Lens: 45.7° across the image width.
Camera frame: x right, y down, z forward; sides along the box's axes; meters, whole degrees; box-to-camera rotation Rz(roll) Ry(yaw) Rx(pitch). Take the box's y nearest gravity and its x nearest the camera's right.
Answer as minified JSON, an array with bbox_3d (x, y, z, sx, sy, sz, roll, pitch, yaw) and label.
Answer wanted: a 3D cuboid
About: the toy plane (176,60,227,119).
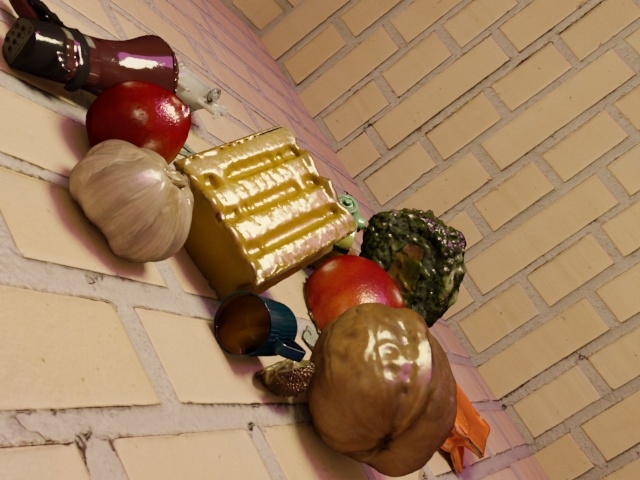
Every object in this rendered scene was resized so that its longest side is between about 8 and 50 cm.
[{"bbox_3d":[-0.361,-0.402,2.029,0.245,0.117,0.244,35,6,-4],"label":"toy plane"}]

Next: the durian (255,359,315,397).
[{"bbox_3d":[-0.063,0.257,1.418,0.140,0.110,0.071,-53,142,-83],"label":"durian"}]

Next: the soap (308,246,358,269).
[{"bbox_3d":[0.000,0.000,2.294,0.199,0.091,0.315,58,13,25],"label":"soap"}]

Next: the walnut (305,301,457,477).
[{"bbox_3d":[0.120,0.281,1.509,0.306,0.306,0.344,47,29,-25],"label":"walnut"}]

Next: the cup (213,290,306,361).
[{"bbox_3d":[-0.108,0.174,1.397,0.150,0.113,0.138,64,14,18],"label":"cup"}]

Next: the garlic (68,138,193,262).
[{"bbox_3d":[-0.302,-0.072,1.264,0.228,0.152,0.228,47,20,-22],"label":"garlic"}]

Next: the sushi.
[{"bbox_3d":[0.256,0.087,2.159,0.294,0.352,0.178,20,13,26],"label":"sushi"}]

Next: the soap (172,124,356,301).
[{"bbox_3d":[-0.126,-0.060,1.548,0.293,0.156,0.335,52,44,7],"label":"soap"}]

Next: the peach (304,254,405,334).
[{"bbox_3d":[0.102,0.166,1.959,0.257,0.201,0.361,51,13,-16],"label":"peach"}]

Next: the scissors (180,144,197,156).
[{"bbox_3d":[-0.305,-0.208,1.920,0.248,0.017,0.144,33,24,-54],"label":"scissors"}]

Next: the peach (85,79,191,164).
[{"bbox_3d":[-0.332,-0.212,1.408,0.197,0.197,0.197,50,13,-16],"label":"peach"}]

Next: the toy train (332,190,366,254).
[{"bbox_3d":[-0.028,-0.059,2.077,0.307,0.126,0.189,20,56,-7],"label":"toy train"}]

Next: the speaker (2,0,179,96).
[{"bbox_3d":[-0.459,-0.385,1.478,0.329,0.198,0.259,16,57,-58],"label":"speaker"}]

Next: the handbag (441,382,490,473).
[{"bbox_3d":[0.335,0.449,2.232,0.410,0.116,0.303,54,12,7],"label":"handbag"}]

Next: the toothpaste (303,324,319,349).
[{"bbox_3d":[0.048,0.301,1.776,0.255,0.037,0.067,48,19,-7],"label":"toothpaste"}]
